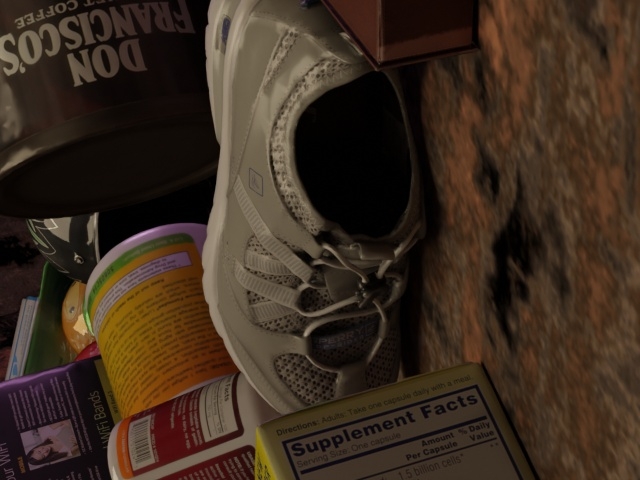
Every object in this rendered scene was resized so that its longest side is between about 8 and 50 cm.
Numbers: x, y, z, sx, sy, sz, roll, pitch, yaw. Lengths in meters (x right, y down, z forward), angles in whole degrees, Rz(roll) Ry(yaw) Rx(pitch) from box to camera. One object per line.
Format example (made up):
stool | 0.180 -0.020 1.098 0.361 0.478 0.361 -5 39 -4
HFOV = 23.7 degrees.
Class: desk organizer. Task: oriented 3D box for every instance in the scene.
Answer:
desk organizer | 0.023 -0.129 0.670 0.130 0.047 0.050 -122 24 -51

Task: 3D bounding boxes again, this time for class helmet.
helmet | -0.174 -0.041 1.306 0.169 0.161 0.169 165 90 -77

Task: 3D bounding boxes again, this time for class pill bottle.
pill bottle | -0.089 0.116 1.179 0.136 0.136 0.246 91 159 -49
pill bottle | -0.059 0.136 1.024 0.086 0.152 0.086 58 -162 -31

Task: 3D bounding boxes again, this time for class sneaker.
sneaker | 0.000 0.000 0.774 0.115 0.105 0.281 47 152 50

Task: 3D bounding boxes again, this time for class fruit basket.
fruit basket | -0.224 0.134 1.528 0.353 0.165 0.327 177 105 -77

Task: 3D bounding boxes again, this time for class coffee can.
coffee can | -0.174 -0.177 1.079 0.201 0.201 0.275 125 130 -72

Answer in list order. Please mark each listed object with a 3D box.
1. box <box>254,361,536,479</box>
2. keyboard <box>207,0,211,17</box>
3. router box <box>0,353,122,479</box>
box | 0.058 0.225 0.744 0.213 0.117 0.243 94 157 -54
keyboard | -0.055 -0.169 0.962 0.100 0.038 0.192 111 143 -68
router box | -0.128 0.225 1.229 0.081 0.243 0.309 91 160 -48
